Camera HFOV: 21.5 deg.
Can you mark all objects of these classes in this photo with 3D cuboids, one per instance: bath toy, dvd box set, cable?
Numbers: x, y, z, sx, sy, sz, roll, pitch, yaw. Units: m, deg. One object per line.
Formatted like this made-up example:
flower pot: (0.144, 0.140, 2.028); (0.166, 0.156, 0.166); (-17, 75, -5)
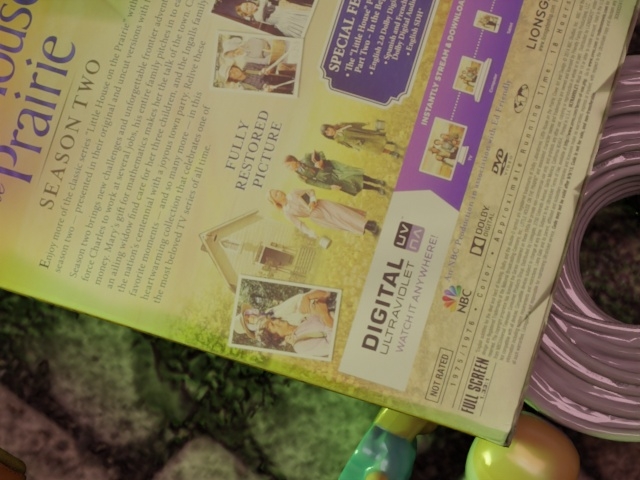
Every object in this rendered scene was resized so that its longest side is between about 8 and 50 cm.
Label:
bath toy: (0.182, 0.215, 1.126); (0.348, 0.151, 0.129); (34, 39, 3)
dvd box set: (-0.039, -0.075, 1.068); (0.420, 0.062, 0.307); (16, 83, 2)
cable: (0.217, 0.007, 1.125); (0.257, 0.089, 0.257); (-44, 75, 2)

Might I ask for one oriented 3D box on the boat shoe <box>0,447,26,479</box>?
boat shoe: (-0.345, 0.130, 1.105); (0.307, 0.111, 0.104); (26, 76, -11)

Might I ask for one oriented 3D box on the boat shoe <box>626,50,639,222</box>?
boat shoe: (0.256, -0.037, 1.213); (0.073, 0.080, 0.223); (-6, 72, -1)
